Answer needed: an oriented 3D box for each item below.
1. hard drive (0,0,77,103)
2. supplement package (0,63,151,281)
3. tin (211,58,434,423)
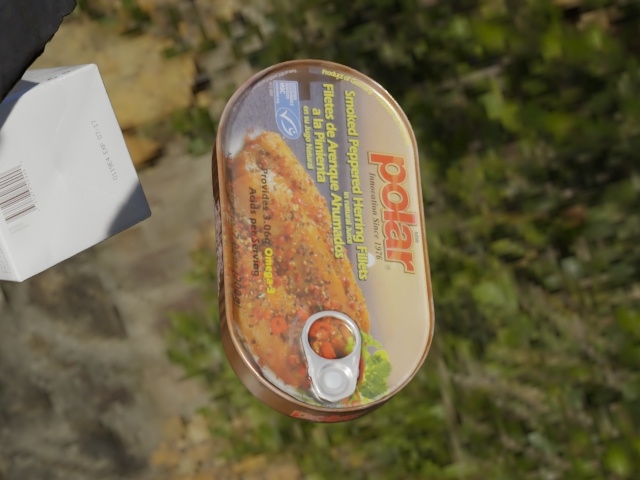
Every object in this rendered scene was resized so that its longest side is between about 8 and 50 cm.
[{"bbox_3d":[-0.280,-0.013,0.794,0.237,0.064,0.339,4,45,35],"label":"hard drive"},{"bbox_3d":[-0.274,-0.057,1.622,0.134,0.139,0.244,-29,17,-31],"label":"supplement package"},{"bbox_3d":[0.000,0.000,0.988,0.106,0.189,0.040,0,-22,-9],"label":"tin"}]
